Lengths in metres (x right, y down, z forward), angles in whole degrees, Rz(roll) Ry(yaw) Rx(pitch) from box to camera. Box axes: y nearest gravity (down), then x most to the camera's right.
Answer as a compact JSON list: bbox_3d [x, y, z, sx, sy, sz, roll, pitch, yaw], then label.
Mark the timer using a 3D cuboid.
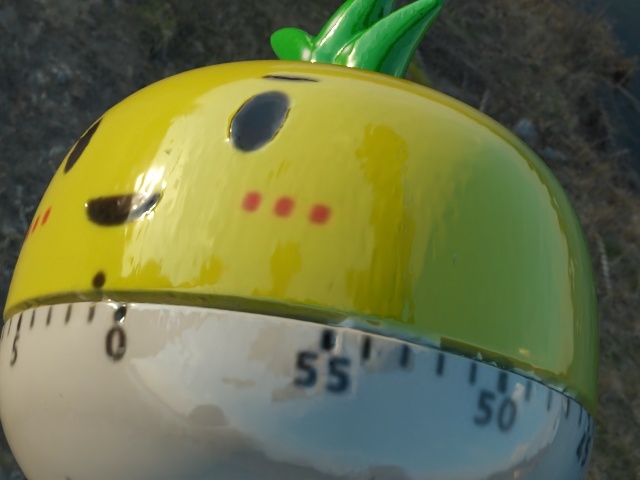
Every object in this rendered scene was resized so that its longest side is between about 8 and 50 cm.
[{"bbox_3d":[0.000,0.000,0.506,0.285,0.285,0.285,17,47,-19],"label":"timer"}]
